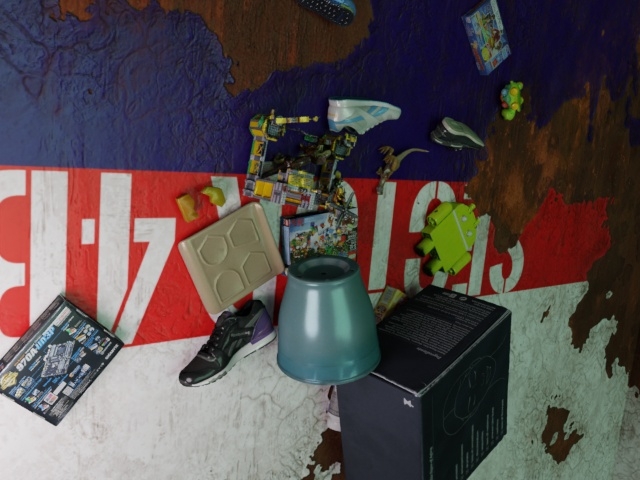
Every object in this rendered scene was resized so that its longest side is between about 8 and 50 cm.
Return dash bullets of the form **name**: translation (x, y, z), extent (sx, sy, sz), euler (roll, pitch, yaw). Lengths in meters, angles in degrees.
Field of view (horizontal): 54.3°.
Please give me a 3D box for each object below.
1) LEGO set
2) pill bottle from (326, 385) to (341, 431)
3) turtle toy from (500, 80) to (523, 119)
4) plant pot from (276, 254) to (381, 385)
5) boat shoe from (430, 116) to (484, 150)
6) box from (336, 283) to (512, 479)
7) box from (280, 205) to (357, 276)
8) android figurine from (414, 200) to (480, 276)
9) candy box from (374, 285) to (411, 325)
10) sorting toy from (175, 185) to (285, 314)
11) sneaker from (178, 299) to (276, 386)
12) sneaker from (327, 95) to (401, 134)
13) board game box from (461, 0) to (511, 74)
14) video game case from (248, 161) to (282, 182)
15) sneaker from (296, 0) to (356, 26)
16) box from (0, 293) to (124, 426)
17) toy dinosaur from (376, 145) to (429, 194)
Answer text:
- **LEGO set**: translation (-0.021, -0.175, 1.513), extent (0.331, 0.192, 0.255), euler (19, 88, -40)
- **pill bottle**: translation (0.065, 0.482, 1.831), extent (0.078, 0.078, 0.137), euler (12, 93, -40)
- **turtle toy**: translation (0.628, -0.461, 2.060), extent (0.095, 0.066, 0.130), euler (-43, 129, -52)
- **plant pot**: translation (0.016, 0.183, 1.583), extent (0.271, 0.271, 0.255), euler (-17, 115, -35)
- **boat shoe**: translation (0.428, -0.320, 1.944), extent (0.233, 0.084, 0.079), euler (6, 135, -46)
- **box**: translation (0.310, 0.461, 1.818), extent (0.471, 0.297, 0.480), euler (-30, 124, -41)
- **box**: translation (0.000, 0.000, 1.684), extent (0.233, 0.044, 0.159), euler (-12, 108, -36)
- **android figurine**: translation (0.418, -0.012, 2.011), extent (0.273, 0.056, 0.248), euler (-39, 122, -23)
- **candy box**: translation (0.208, 0.245, 1.905), extent (0.109, 0.053, 0.187), euler (36, 77, -39)
- **sorting toy**: translation (-0.228, 0.000, 1.510), extent (0.229, 0.041, 0.307), euler (-31, 118, -24)
- **sneaker**: translation (-0.241, 0.240, 1.524), extent (0.283, 0.107, 0.124), euler (-33, 114, -39)
- **sneaker**: translation (0.116, -0.335, 1.678), extent (0.228, 0.087, 0.092), euler (-5, 111, -31)
- **board game box**: translation (0.522, -0.641, 1.953), extent (0.136, 0.035, 0.201), euler (-42, 124, -23)
- **video game case**: translation (-0.127, -0.155, 1.567), extent (0.122, 0.011, 0.087), euler (-6, 104, -38)
- **sneaker**: translation (-0.001, -0.609, 1.534), extent (0.209, 0.069, 0.082), euler (22, 53, -31)
- **box**: translation (-0.548, 0.251, 1.302), extent (0.220, 0.051, 0.175), euler (-53, 127, -16)
- **toy dinosaur**: translation (0.213, -0.227, 1.802), extent (0.211, 0.064, 0.112), euler (-48, 144, -9)
